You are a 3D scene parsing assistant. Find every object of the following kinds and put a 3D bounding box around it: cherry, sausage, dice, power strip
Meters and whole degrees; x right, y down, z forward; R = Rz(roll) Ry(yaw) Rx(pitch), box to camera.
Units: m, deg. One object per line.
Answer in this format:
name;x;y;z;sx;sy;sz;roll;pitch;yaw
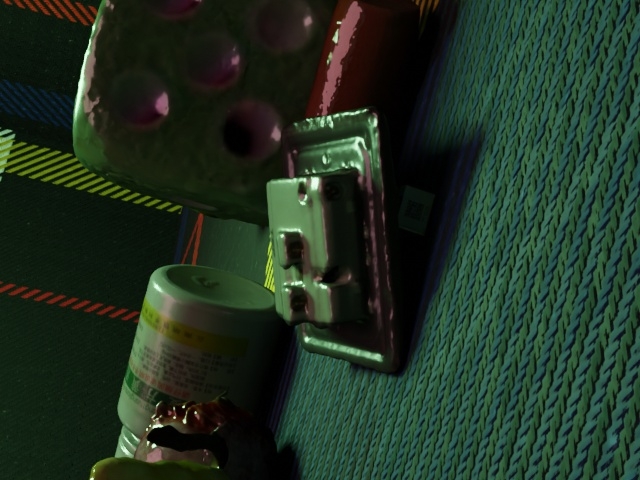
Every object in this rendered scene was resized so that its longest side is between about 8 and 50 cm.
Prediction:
cherry;-0.145;0.321;1.424;0.192;0.175;0.250;10;-95;-66
sausage;0.038;-0.149;1.262;0.113;0.113;0.259;-107;30;-68
dice;-0.126;-0.204;1.477;0.322;0.318;0.330;103;-177;-84
power strip;-0.002;0.000;1.136;0.251;0.092;0.257;-178;82;-74

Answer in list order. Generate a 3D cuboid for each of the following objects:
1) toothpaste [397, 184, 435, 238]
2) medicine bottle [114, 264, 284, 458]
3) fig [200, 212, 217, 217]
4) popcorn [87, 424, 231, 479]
toothpaste;0.074;-0.025;1.134;0.164;0.034;0.046;175;112;-78
medicine bottle;-0.191;0.225;1.668;0.208;0.208;0.340;-119;44;-73
fig;-0.208;-0.173;2.061;0.239;0.271;0.239;-55;17;26
popcorn;-0.159;0.355;1.164;0.382;0.349;0.349;-74;6;-46
